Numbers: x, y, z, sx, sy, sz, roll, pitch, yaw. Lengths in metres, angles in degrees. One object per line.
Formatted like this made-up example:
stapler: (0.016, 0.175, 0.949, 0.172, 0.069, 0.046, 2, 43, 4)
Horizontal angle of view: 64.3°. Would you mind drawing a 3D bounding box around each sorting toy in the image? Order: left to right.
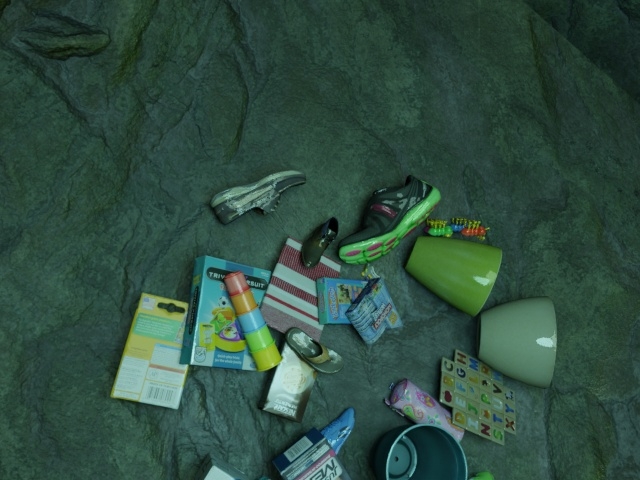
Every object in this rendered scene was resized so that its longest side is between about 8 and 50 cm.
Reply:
sorting toy: (0.192, 0.125, 1.877, 0.045, 0.075, 0.083, -34, 87, -22)

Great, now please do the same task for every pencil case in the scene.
pencil case: (0.367, 0.605, 1.783, 0.284, 0.124, 0.124, 38, 69, -4)

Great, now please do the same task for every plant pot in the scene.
plant pot: (0.288, 0.724, 1.651, 0.271, 0.255, 0.272, 4, 75, -16)
plant pot: (0.473, 0.099, 1.887, 0.293, 0.275, 0.275, 22, 70, 7)

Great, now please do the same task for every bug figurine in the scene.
bug figurine: (0.509, -0.045, 1.942, 0.216, 0.279, 0.072, 0, 96, 3)

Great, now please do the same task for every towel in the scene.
towel: (-0.068, 0.174, 1.768, 0.237, 0.037, 0.329, 29, 60, -18)

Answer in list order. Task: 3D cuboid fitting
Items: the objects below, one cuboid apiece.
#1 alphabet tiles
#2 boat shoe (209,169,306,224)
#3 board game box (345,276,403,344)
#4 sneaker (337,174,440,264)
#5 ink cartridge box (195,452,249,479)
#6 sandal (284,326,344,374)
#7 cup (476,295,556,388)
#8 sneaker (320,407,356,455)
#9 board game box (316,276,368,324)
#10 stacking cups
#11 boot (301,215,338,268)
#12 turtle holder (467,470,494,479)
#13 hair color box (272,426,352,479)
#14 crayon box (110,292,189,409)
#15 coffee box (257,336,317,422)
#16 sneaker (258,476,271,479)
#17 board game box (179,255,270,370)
alphabet tiles: (0.575, 0.564, 1.849, 0.342, 0.011, 0.285, 27, 51, -14)
boat shoe: (-0.211, -0.149, 1.816, 0.355, 0.132, 0.130, -20, 92, -12)
board game box: (0.204, 0.267, 1.811, 0.194, 0.060, 0.194, 54, 49, -15)
sneaker: (0.235, -0.080, 1.915, 0.483, 0.185, 0.202, -35, 70, -25)
ink cartridge box: (-0.287, 0.721, 1.510, 0.148, 0.203, 0.086, 35, 71, -5)
sandal: (-0.017, 0.357, 1.657, 0.219, 0.060, 0.090, 40, 65, -3)
cup: (0.701, 0.359, 1.866, 0.237, 0.331, 0.331, 4, 73, 12)
sneaker: (0.043, 0.641, 1.698, 0.082, 0.069, 0.209, 39, 70, -9)
board game box: (0.085, 0.216, 1.798, 0.210, 0.047, 0.160, 9, 72, -38)
stacking cups: (-0.221, 0.251, 1.600, 0.096, 0.096, 0.316, -26, 98, -21)
boot: (0.000, 0.000, 1.788, 0.082, 0.106, 0.219, 34, 40, -12)
turtle holder: (0.533, 0.972, 1.696, 0.227, 0.243, 0.320, 17, 31, -27)
hair color box: (0.017, 0.784, 1.589, 0.174, 0.105, 0.347, -34, 102, -18)
crayon box: (-0.508, 0.347, 1.607, 0.203, 0.083, 0.323, 15, 73, -13)
coffee box: (-0.096, 0.460, 1.690, 0.141, 0.098, 0.246, 22, 70, -10)
sneaker: (-0.229, 0.847, 1.548, 0.107, 0.110, 0.275, 40, 88, -10)
board game box: (-0.300, 0.241, 1.647, 0.254, 0.079, 0.336, 17, 70, -38)
